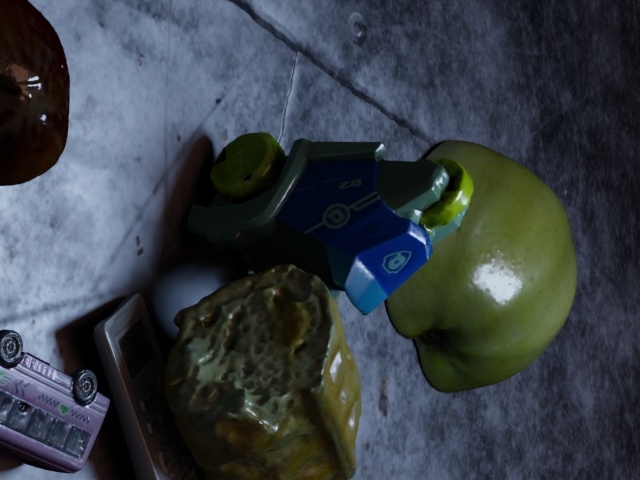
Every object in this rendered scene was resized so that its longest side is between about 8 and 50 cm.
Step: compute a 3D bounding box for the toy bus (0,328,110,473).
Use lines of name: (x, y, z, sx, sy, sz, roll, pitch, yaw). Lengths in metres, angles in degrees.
toy bus: (-0.307, 0.156, 1.314, 0.199, 0.096, 0.108, 39, 61, -50)

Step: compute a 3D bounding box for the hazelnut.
hazelnut: (-0.313, -0.147, 1.266, 0.178, 0.178, 0.204, -40, 128, -48)

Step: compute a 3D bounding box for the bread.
bread: (-0.059, 0.175, 1.515, 0.252, 0.196, 0.239, 81, 15, -46)

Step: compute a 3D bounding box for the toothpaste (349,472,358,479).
toothpaste: (0.024, 0.299, 1.814, 0.062, 0.037, 0.216, -44, 126, -47)

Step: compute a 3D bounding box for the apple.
apple: (0.242, 0.054, 2.093, 0.320, 0.312, 0.360, 30, 50, 2)

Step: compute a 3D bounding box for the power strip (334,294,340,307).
power strip: (0.000, 0.000, 1.802, 0.092, 0.034, 0.268, 26, 67, -50)

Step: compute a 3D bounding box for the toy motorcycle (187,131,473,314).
toy motorcycle: (0.016, -0.008, 1.579, 0.191, 0.326, 0.200, 50, 52, -39)

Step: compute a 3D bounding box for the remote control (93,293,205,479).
remote control: (-0.191, 0.223, 1.507, 0.109, 0.055, 0.313, -50, 126, -67)
